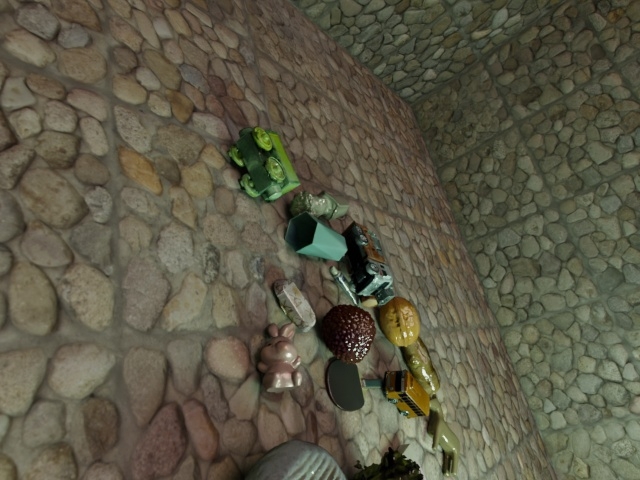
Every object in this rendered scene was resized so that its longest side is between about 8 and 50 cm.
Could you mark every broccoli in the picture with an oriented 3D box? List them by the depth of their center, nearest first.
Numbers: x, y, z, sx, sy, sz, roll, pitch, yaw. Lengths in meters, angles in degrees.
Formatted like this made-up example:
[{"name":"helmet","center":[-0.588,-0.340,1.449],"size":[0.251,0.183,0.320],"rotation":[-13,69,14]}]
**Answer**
[{"name":"broccoli","center":[0.138,0.730,1.081],"size":[0.280,0.348,0.293],"rotation":[22,-2,-4]}]

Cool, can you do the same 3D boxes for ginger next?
[{"name":"ginger","center":[0.418,0.521,1.717],"size":[0.109,0.116,0.263],"rotation":[-20,87,-16]}]

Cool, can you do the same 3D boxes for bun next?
[{"name":"bun","center":[-0.060,0.629,0.874],"size":[0.361,0.211,0.363],"rotation":[30,47,-37]}]

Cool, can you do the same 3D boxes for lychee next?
[{"name":"lychee","center":[0.089,0.304,1.367],"size":[0.188,0.188,0.188],"rotation":[33,42,-36]}]

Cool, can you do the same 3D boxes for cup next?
[{"name":"cup","center":[0.000,0.000,1.503],"size":[0.235,0.134,0.148],"rotation":[25,19,-49]}]

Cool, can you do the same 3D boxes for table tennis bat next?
[{"name":"table tennis bat","center":[0.123,0.491,1.403],"size":[0.301,0.022,0.174],"rotation":[19,51,-45]}]

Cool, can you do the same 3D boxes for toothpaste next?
[{"name":"toothpaste","center":[0.101,0.180,1.599],"size":[0.216,0.037,0.062],"rotation":[53,29,-22]}]

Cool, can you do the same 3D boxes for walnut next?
[{"name":"walnut","center":[0.326,0.333,1.679],"size":[0.159,0.159,0.207],"rotation":[12,60,-50]}]

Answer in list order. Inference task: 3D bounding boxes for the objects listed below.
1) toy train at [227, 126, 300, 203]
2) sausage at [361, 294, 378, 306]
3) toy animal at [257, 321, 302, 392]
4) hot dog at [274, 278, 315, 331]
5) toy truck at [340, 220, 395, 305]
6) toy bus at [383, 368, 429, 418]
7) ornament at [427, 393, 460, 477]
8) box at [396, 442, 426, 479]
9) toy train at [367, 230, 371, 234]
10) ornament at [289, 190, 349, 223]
[{"name":"toy train","center":[-0.194,-0.265,1.421],"size":[0.188,0.158,0.272],"rotation":[-8,72,-62]},{"name":"sausage","center":[0.196,0.160,1.707],"size":[0.071,0.071,0.235],"rotation":[32,42,-38]},{"name":"toy animal","center":[-0.119,0.309,1.131],"size":[0.124,0.124,0.213],"rotation":[26,40,-42]},{"name":"hot dog","center":[-0.084,0.203,1.312],"size":[0.192,0.053,0.099],"rotation":[54,32,-6]},{"name":"toy truck","center":[0.195,0.095,1.626],"size":[0.184,0.133,0.339],"rotation":[17,39,-34]},{"name":"toy bus","center":[0.322,0.572,1.521],"size":[0.201,0.114,0.098],"rotation":[51,35,-29]},{"name":"ornament","center":[0.488,0.775,1.656],"size":[0.230,0.061,0.245],"rotation":[52,35,-10]},{"name":"box","center":[0.290,0.786,1.384],"size":[0.129,0.051,0.130],"rotation":[-10,74,-56]},{"name":"toy train","center":[0.212,-0.032,1.918],"size":[0.092,0.029,0.045],"rotation":[22,42,-43]},{"name":"ornament","center":[-0.008,-0.130,1.596],"size":[0.120,0.130,0.285],"rotation":[46,26,24]}]
